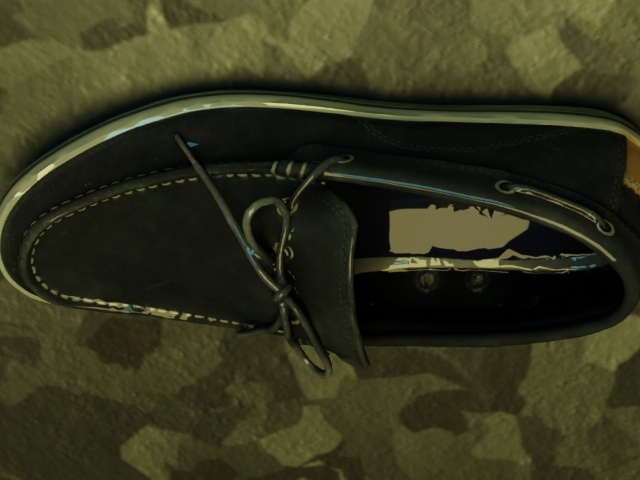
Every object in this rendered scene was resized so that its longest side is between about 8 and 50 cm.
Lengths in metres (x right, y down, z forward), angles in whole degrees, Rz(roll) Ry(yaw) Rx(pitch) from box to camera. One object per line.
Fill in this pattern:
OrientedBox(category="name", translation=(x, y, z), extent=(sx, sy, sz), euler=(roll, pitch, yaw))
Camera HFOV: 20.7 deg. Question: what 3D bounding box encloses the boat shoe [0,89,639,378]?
OrientedBox(category="boat shoe", translation=(0.000, 0.000, 1.264), extent=(0.500, 0.156, 0.187), euler=(-1, 130, 7))
